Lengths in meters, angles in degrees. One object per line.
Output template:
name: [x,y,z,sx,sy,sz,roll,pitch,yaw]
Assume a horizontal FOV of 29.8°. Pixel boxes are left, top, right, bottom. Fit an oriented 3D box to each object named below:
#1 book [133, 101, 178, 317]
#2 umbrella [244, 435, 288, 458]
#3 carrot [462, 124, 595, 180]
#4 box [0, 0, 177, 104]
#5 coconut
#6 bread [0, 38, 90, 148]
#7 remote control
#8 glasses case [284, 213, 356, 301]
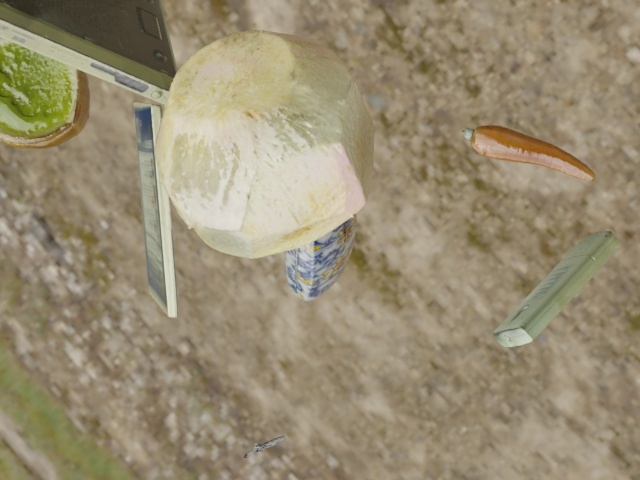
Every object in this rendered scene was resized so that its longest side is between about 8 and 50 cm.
book: [-0.260,-0.056,1.885,0.228,0.018,0.322,-153,58,-72]
umbrella: [-0.099,0.377,2.226,0.022,0.022,0.149,45,135,-12]
carrot: [0.211,-0.090,1.217,0.142,0.035,0.035,16,153,0]
box: [-0.295,-0.281,1.435,0.270,0.045,0.211,21,-141,-37]
coconut: [-0.054,-0.096,1.242,0.197,0.237,0.237,57,165,38]
bread: [-0.550,-0.284,2.285,0.236,0.236,0.070,48,172,5]
remote control: [0.357,0.073,1.810,0.038,0.233,0.098,50,159,-5]
glasses case: [0.000,0.000,1.496,0.065,0.087,0.248,44,159,19]
